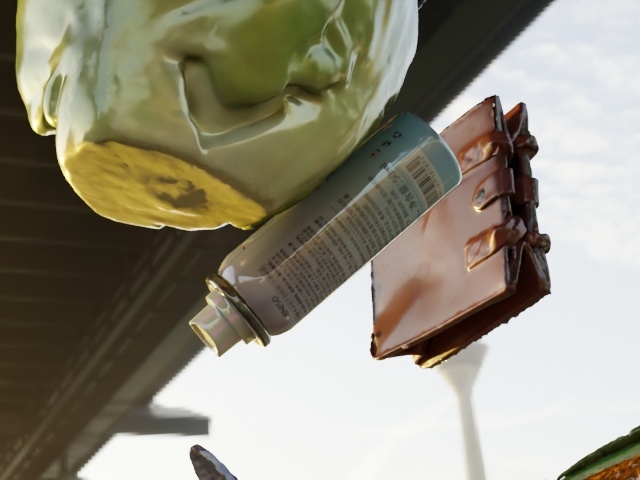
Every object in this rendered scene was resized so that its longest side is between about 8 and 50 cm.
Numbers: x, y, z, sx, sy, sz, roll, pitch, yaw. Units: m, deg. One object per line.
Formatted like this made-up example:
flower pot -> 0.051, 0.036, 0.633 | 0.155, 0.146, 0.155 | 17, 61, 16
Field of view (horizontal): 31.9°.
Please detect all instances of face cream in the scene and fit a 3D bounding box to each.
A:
face cream -> 0.000, 0.000, 0.840 | 0.229, 0.075, 0.075 | -40, -21, -13

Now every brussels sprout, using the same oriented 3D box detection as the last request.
brussels sprout -> -0.079, -0.158, 0.810 | 0.289, 0.355, 0.281 | -8, -42, 22

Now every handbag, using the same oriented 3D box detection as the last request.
handbag -> 0.154, -0.004, 1.312 | 0.084, 0.260, 0.275 | 15, -30, -25

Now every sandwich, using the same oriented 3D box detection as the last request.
sandwich -> 0.416, 0.300, 1.366 | 0.292, 0.109, 0.212 | -32, 5, 0

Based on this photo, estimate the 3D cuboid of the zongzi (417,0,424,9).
zongzi -> -0.037, -0.429, 1.204 | 0.403, 0.432, 0.208 | 23, 14, 31

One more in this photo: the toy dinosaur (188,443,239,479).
toy dinosaur -> 0.002, 0.238, 0.524 | 0.294, 0.077, 0.162 | 46, -54, -5
